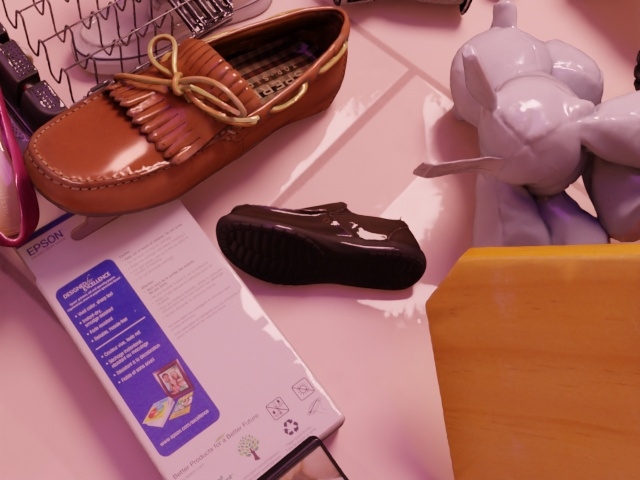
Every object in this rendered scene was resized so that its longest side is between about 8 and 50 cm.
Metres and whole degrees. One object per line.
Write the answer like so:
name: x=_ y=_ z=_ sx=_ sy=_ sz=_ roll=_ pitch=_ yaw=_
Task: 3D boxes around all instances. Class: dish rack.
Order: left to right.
dish rack: x=-0.239 y=-0.250 z=0.760 sx=0.271 sy=0.074 sz=0.208 roll=-38 pitch=91 yaw=-22

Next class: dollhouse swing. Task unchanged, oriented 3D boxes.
dollhouse swing: x=0.318 y=0.113 z=0.630 sx=0.315 sy=0.304 sz=0.347 roll=-25 pitch=109 yaw=-41

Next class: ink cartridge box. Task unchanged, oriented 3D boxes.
ink cartridge box: x=-0.141 y=0.094 z=0.699 sx=0.165 sy=0.065 sz=0.333 roll=-34 pitch=73 yaw=-16

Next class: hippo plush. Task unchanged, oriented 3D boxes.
hippo plush: x=0.210 y=-0.109 z=0.766 sx=0.294 sy=0.234 sz=0.237 roll=8 pitch=34 yaw=-16

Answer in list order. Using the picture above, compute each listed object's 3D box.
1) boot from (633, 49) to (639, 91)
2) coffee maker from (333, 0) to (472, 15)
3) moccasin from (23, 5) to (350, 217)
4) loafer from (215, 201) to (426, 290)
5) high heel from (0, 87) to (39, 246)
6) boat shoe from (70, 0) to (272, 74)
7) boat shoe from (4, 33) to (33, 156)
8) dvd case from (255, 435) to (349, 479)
boot: x=0.473 y=-0.063 z=0.766 sx=0.131 sy=0.348 sz=0.260 roll=-25 pitch=23 yaw=15
coffee maker: x=0.101 y=-0.368 z=0.905 sx=0.178 sy=0.120 sz=0.171 roll=2 pitch=41 yaw=-4
moccasin: x=-0.111 y=-0.143 z=0.715 sx=0.380 sy=0.147 sz=0.139 roll=-27 pitch=69 yaw=-31
loafer: x=0.000 y=0.000 z=0.752 sx=0.219 sy=0.080 sz=0.078 roll=11 pitch=42 yaw=-9
high heel: x=-0.324 y=-0.110 z=0.651 sx=0.082 sy=0.117 sz=0.244 roll=-18 pitch=109 yaw=-24
boat shoe: x=-0.174 y=-0.286 z=0.852 sx=0.267 sy=0.088 sz=0.096 roll=-23 pitch=70 yaw=-13
boat shoe: x=-0.368 y=-0.189 z=0.797 sx=0.096 sy=0.098 sz=0.277 roll=-25 pitch=79 yaw=-14
dvd case: x=-0.051 y=0.314 z=0.597 sx=0.253 sy=0.022 sz=0.180 roll=-36 pitch=94 yaw=-17
